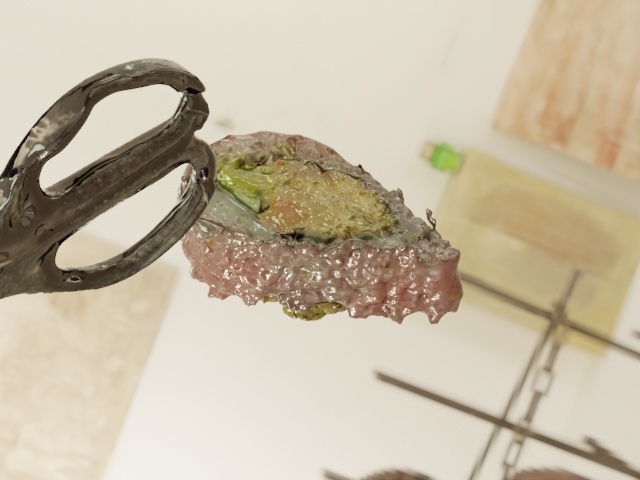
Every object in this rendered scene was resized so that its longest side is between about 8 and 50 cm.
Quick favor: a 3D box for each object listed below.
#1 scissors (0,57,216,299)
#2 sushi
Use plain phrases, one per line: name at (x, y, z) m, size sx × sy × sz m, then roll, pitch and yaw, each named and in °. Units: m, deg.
scissors at (-0.162, 0.024, 0.664) m, size 0.300 × 0.022 × 0.109 m, roll -35°, pitch -38°, yaw -26°
sushi at (-0.003, -0.014, 1.376) m, size 0.161 × 0.241 × 0.107 m, roll -92°, pitch 8°, yaw -47°
